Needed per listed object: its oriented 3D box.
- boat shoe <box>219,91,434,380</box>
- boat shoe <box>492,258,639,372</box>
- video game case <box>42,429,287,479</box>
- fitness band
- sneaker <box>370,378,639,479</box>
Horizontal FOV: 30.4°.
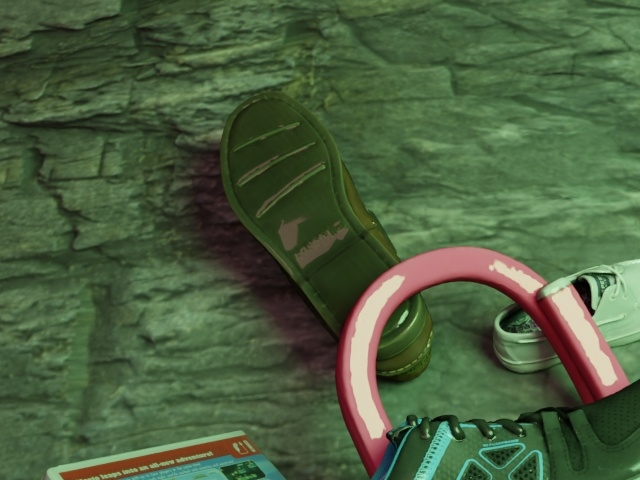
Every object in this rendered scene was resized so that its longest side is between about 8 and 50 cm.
[{"bbox_3d":[0.000,0.000,1.059,0.111,0.104,0.307,-29,57,2],"label":"boat shoe"},{"bbox_3d":[0.229,0.050,0.984,0.184,0.063,0.066,-18,54,5],"label":"boat shoe"},{"bbox_3d":[-0.051,0.253,0.868,0.285,0.204,0.025,43,118,33],"label":"video game case"},{"bbox_3d":[0.134,0.141,0.898,0.209,0.054,0.290,-25,79,-14],"label":"fitness band"},{"bbox_3d":[0.124,0.162,0.804,0.341,0.125,0.139,-30,80,-13],"label":"sneaker"}]
